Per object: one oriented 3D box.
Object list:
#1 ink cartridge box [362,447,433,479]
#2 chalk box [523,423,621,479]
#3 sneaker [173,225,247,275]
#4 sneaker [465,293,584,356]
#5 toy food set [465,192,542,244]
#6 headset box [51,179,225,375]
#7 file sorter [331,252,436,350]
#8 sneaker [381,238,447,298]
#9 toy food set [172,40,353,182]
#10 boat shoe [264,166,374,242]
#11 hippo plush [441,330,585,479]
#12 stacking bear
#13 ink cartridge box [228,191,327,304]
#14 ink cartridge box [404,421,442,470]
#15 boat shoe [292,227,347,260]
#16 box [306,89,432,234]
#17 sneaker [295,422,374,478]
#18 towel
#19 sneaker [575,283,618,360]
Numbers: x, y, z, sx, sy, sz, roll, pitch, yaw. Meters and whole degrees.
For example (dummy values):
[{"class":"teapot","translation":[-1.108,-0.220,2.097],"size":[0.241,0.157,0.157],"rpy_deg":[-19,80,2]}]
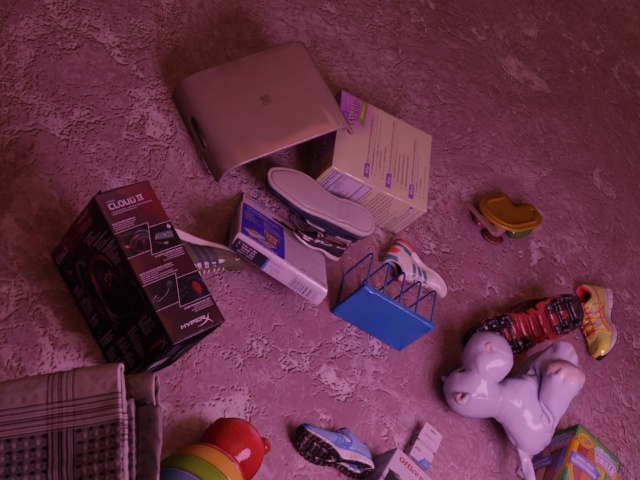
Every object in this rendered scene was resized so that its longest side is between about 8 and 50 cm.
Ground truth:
[{"class":"ink cartridge box","translation":[0.126,0.480,1.614],"size":[0.127,0.072,0.175],"rpy_deg":[43,49,-5]},{"class":"chalk box","translation":[0.515,0.473,1.844],"size":[0.132,0.132,0.213],"rpy_deg":[40,49,-9]},{"class":"sneaker","translation":[-0.226,0.041,1.638],"size":[0.192,0.064,0.086],"rpy_deg":[21,68,-28]},{"class":"sneaker","translation":[0.432,0.192,1.974],"size":[0.276,0.135,0.098],"rpy_deg":[-17,87,-16]},{"class":"toy food set","translation":[0.422,-0.042,2.125],"size":[0.217,0.071,0.128],"rpy_deg":[-10,47,-40]},{"class":"headset box","translation":[-0.308,0.060,1.459],"size":[0.110,0.218,0.293],"rpy_deg":[-23,78,-42]},{"class":"file sorter","translation":[0.132,0.119,1.794],"size":[0.170,0.118,0.105],"rpy_deg":[31,48,-16]},{"class":"sneaker","translation":[0.195,0.076,1.912],"size":[0.161,0.057,0.075],"rpy_deg":[47,65,-5]},{"class":"toy food set","translation":[-0.113,-0.258,1.814],"size":[0.306,0.092,0.220],"rpy_deg":[-22,73,-16]},{"class":"boat shoe","translation":[-0.011,-0.067,1.828],"size":[0.254,0.079,0.095],"rpy_deg":[22,52,-26]},{"class":"hippo plush","translation":[0.365,0.304,1.829],"size":[0.236,0.234,0.294],"rpy_deg":[23,94,-1]},{"class":"stacking bear","translation":[-0.185,0.388,1.398],"size":[0.175,0.164,0.289],"rpy_deg":[17,34,18]},{"class":"ink cartridge box","translation":[-0.079,0.012,1.733],"size":[0.206,0.045,0.208],"rpy_deg":[33,20,-15]},{"class":"ink cartridge box","translation":[0.197,0.397,1.738],"size":[0.048,0.028,0.083],"rpy_deg":[43,49,-7]},{"class":"boat shoe","translation":[0.000,0.000,1.782],"size":[0.125,0.038,0.046],"rpy_deg":[29,18,-31]},{"class":"box","translation":[0.105,-0.166,1.938],"size":[0.242,0.117,0.214],"rpy_deg":[24,54,-23]},{"class":"sneaker","translation":[0.023,0.368,1.628],"size":[0.162,0.063,0.073],"rpy_deg":[31,33,-21]},{"class":"towel","translation":[-0.377,0.335,1.255],"size":[0.324,0.056,0.312],"rpy_deg":[-7,63,3]},{"class":"sneaker","translation":[0.639,0.190,2.135],"size":[0.094,0.081,0.209],"rpy_deg":[21,48,-15]}]
